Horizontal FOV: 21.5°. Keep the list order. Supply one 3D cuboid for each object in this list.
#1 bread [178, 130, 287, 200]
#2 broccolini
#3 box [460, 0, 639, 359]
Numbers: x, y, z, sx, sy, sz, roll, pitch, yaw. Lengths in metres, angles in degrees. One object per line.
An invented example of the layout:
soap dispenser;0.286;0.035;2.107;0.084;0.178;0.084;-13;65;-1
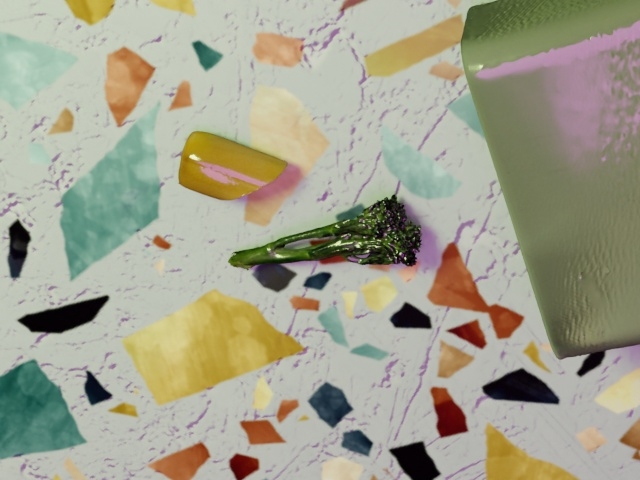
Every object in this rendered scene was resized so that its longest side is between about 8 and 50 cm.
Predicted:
bread;-0.090;-0.065;1.664;0.103;0.049;0.062;20;115;-1
broccolini;0.004;-0.001;1.694;0.201;0.058;0.074;-5;100;26
box;0.339;-0.090;1.537;0.344;0.177;0.352;-14;112;16
